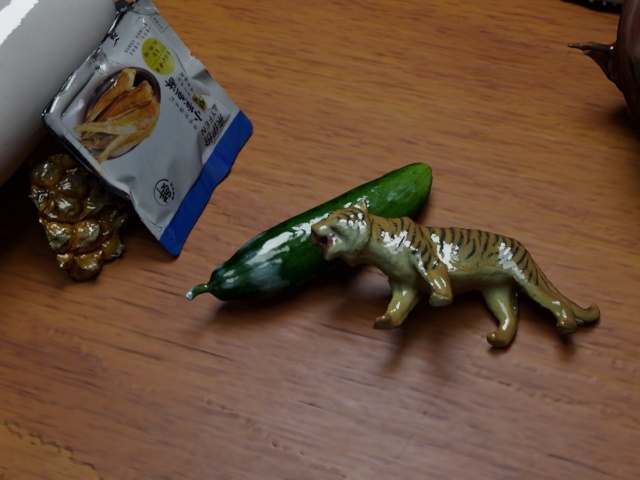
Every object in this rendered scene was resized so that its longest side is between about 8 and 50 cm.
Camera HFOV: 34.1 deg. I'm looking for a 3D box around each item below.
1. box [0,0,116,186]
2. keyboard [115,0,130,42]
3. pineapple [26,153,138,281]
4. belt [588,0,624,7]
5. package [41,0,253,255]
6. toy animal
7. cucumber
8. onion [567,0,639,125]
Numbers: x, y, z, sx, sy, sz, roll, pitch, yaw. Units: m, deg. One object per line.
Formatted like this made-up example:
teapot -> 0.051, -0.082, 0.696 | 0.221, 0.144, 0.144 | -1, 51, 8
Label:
box -> -0.366, -0.149, 0.929 | 0.348, 0.141, 0.289 | 7, 49, 32
keyboard -> -0.251, -0.203, 1.082 | 0.053, 0.010, 0.155 | 36, 62, 29
pineapple -> -0.198, -0.027, 0.918 | 0.114, 0.077, 0.114 | -18, 87, -23
belt -> 0.279, -0.382, 1.090 | 0.206, 0.161, 0.295 | -35, 58, -21
package -> -0.143, -0.102, 0.911 | 0.027, 0.173, 0.171 | -13, 40, 42
toy animal -> 0.110, 0.026, 0.832 | 0.241, 0.057, 0.099 | 8, 53, -12
cucumber -> 0.000, 0.000, 0.880 | 0.250, 0.056, 0.056 | -28, 55, -18
onion -> 0.389, -0.207, 0.857 | 0.353, 0.354, 0.354 | -2, 52, 2
